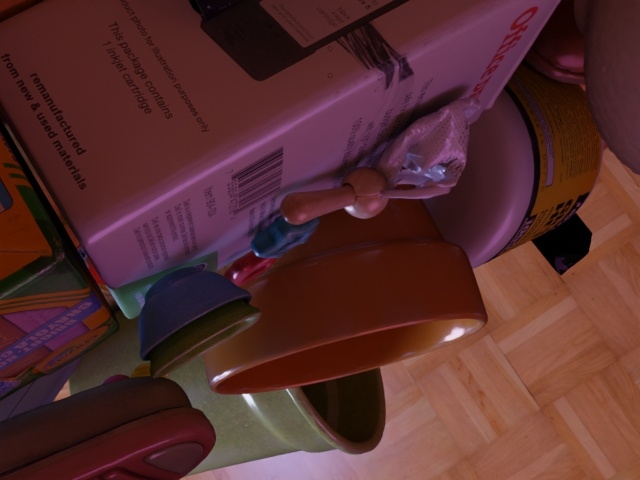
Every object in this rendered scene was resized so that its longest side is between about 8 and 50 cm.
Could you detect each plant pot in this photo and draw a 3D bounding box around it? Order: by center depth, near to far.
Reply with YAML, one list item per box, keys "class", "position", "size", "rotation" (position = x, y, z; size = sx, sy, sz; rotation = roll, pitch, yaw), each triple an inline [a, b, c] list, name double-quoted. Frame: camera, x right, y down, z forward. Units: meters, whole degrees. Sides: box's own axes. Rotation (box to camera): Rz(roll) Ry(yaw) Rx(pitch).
- class: "plant pot"
  position: [0.000, -0.002, 0.695]
  size: [0.205, 0.187, 0.205]
  rotation: [-13, 165, -4]
- class: "plant pot"
  position: [-0.107, 0.130, 0.966]
  size: [0.254, 0.276, 0.276]
  rotation: [-25, 173, 17]

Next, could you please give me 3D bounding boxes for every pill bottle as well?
- class: "pill bottle"
  position: [0.157, -0.083, 0.885]
  size: [0.188, 0.188, 0.334]
  rotation: [-40, 168, 31]

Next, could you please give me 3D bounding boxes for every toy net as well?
- class: "toy net"
  position: [0.000, 0.000, 0.532]
  size: [0.232, 0.045, 0.122]
  rotation: [-32, 171, -2]

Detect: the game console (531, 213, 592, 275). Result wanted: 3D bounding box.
- class: "game console"
  position: [0.281, -0.091, 1.223]
  size: [0.044, 0.213, 0.361]
  rotation: [-38, 180, 25]

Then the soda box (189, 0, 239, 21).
- class: "soda box"
  position: [0.003, -0.167, 0.393]
  size: [0.169, 0.053, 0.060]
  rotation: [-33, 171, -2]

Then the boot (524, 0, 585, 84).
- class: "boot"
  position: [0.315, -0.256, 0.818]
  size: [0.284, 0.109, 0.220]
  rotation: [-19, 158, -24]

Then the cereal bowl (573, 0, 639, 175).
- class: "cereal bowl"
  position: [0.274, -0.200, 0.645]
  size: [0.339, 0.141, 0.338]
  rotation: [-43, 146, -39]

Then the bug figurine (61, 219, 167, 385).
- class: "bug figurine"
  position: [-0.167, 0.094, 0.754]
  size: [0.072, 0.278, 0.216]
  rotation: [7, -174, -1]

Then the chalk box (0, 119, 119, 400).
- class: "chalk box"
  position: [-0.184, 0.011, 0.431]
  size: [0.132, 0.132, 0.213]
  rotation: [-31, 171, -11]

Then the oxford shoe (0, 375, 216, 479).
- class: "oxford shoe"
  position: [-0.259, 0.129, 0.530]
  size: [0.397, 0.146, 0.140]
  rotation: [-17, 155, 1]

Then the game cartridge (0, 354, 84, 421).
- class: "game cartridge"
  position: [-0.315, 0.180, 0.829]
  size: [0.294, 0.060, 0.196]
  rotation: [-40, -169, 34]

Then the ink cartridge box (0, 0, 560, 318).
- class: "ink cartridge box"
  position: [-0.024, -0.086, 0.518]
  size: [0.273, 0.114, 0.198]
  rotation: [-31, 170, -13]
